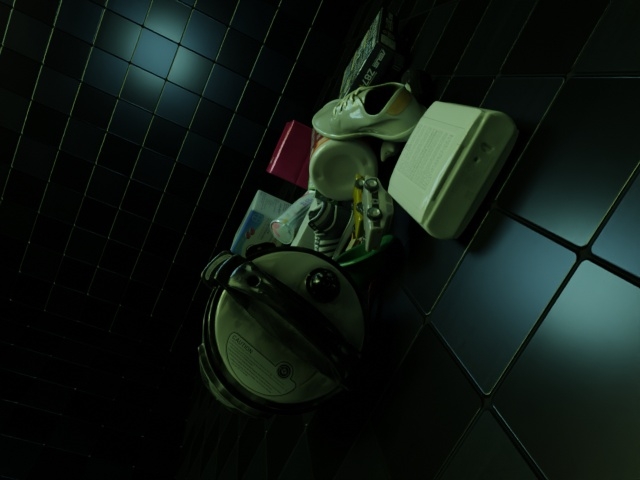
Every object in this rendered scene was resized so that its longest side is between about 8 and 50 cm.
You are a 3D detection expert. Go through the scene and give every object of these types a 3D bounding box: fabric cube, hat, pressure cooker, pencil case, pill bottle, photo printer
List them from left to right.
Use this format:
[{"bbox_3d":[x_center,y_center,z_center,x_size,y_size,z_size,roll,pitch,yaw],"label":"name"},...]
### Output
[{"bbox_3d":[-0.090,0.205,1.078,0.420,0.369,0.376,128,139,-66],"label":"pressure cooker"},{"bbox_3d":[-0.076,-0.100,1.861,0.124,0.113,0.273,-13,24,51],"label":"pencil case"},{"bbox_3d":[-0.085,-0.390,2.218,0.258,0.259,0.254,-66,14,6],"label":"fabric cube"},{"bbox_3d":[0.078,-0.331,1.635,0.224,0.224,0.392,-57,18,33],"label":"pill bottle"},{"bbox_3d":[0.132,0.110,1.201,0.208,0.184,0.173,-28,9,-23],"label":"hat"},{"bbox_3d":[0.256,-0.164,1.002,0.256,0.107,0.307,-64,15,14],"label":"photo printer"}]

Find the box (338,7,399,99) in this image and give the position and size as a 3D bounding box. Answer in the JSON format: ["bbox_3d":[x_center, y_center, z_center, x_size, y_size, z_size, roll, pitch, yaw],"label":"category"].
[{"bbox_3d":[0.184,-0.697,1.860,0.318,0.097,0.395,-52,18,39],"label":"box"}]

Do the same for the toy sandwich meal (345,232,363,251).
[{"bbox_3d":[0.105,0.005,1.433,0.085,0.029,0.085,-58,17,31],"label":"toy sandwich meal"}]

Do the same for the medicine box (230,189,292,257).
[{"bbox_3d":[-0.196,-0.027,2.018,0.263,0.289,0.149,-57,16,36],"label":"medicine box"}]

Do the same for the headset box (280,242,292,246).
[{"bbox_3d":[-0.139,0.177,1.836,0.283,0.131,0.246,-63,15,19],"label":"headset box"}]

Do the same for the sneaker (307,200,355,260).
[{"bbox_3d":[0.000,0.000,1.562,0.282,0.153,0.099,-62,15,20],"label":"sneaker"}]

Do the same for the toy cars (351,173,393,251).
[{"bbox_3d":[0.140,-0.082,1.231,0.394,0.087,0.177,-104,16,-81],"label":"toy cars"}]

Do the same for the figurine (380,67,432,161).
[{"bbox_3d":[0.241,-0.358,1.391,0.215,0.092,0.209,133,151,-54],"label":"figurine"}]

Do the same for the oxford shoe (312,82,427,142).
[{"bbox_3d":[0.113,-0.370,1.332,0.169,0.130,0.449,-52,34,-11],"label":"oxford shoe"}]

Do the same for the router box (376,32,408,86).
[{"bbox_3d":[0.274,-0.680,1.801,0.133,0.046,0.179,-45,26,56],"label":"router box"}]

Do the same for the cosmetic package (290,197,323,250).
[{"bbox_3d":[-0.016,-0.026,1.731,0.231,0.117,0.085,-61,17,18],"label":"cosmetic package"}]

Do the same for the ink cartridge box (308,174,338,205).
[{"bbox_3d":[0.017,-0.236,1.825,0.062,0.109,0.209,-4,79,59],"label":"ink cartridge box"}]
